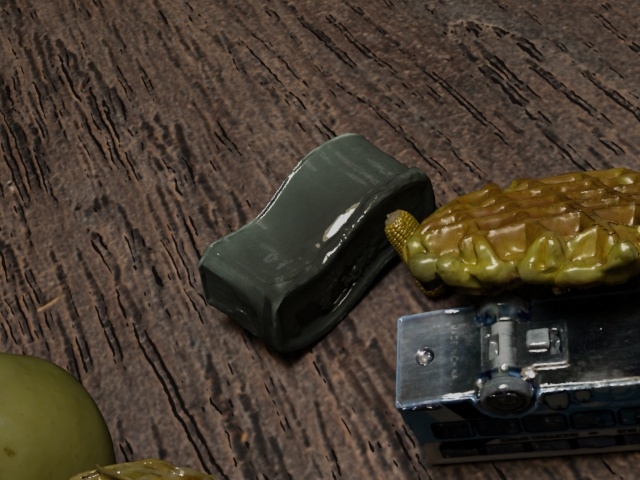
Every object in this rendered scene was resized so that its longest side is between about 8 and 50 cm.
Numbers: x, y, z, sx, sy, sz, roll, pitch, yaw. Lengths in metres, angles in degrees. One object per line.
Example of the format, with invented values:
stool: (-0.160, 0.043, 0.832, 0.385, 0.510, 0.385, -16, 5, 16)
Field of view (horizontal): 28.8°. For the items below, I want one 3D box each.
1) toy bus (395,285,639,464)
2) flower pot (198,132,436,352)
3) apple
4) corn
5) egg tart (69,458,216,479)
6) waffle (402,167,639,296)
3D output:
toy bus: (0.216, 0.110, 1.023, 0.297, 0.131, 0.106, -6, 51, 13)
flower pot: (0.000, 0.000, 1.209, 0.108, 0.103, 0.229, 32, 67, 36)
apple: (-0.304, 0.215, 1.040, 0.262, 0.262, 0.262, -10, 49, 11)
corn: (0.092, 0.012, 1.176, 0.037, 0.092, 0.037, -32, 20, 13)
egg tart: (-0.134, 0.306, 0.898, 0.295, 0.295, 0.116, -45, 8, -19)
waffle: (0.217, -0.015, 1.081, 0.282, 0.058, 0.301, -4, 14, 20)
